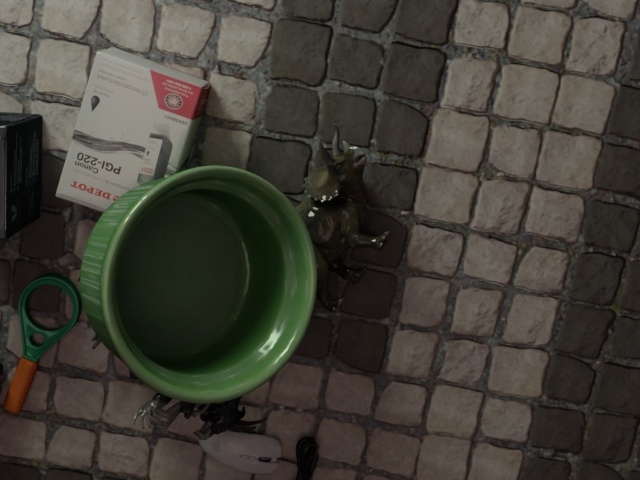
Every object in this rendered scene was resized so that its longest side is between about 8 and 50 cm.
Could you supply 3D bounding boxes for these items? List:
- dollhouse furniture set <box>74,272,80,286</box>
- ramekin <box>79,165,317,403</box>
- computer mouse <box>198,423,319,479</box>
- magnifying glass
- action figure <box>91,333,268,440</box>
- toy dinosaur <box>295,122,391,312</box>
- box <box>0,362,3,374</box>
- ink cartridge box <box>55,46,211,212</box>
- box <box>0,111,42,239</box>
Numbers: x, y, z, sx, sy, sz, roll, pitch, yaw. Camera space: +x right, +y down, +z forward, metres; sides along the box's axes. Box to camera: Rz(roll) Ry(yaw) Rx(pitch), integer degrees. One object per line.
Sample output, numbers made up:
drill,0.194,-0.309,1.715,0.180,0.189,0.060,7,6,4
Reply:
dollhouse furniture set,-0.306,0.046,1.400,0.091,0.081,0.114,39,101,-8
ramekin,-0.169,0.053,1.268,0.303,0.148,0.304,-3,95,-33
computer mouse,-0.100,0.337,1.487,0.192,0.042,0.106,17,104,-3
magnifying glass,-0.436,0.159,1.458,0.092,0.026,0.231,23,103,-5
action figure,-0.218,0.220,1.404,0.275,0.164,0.141,40,61,-3
toy dinosaur,0.000,0.000,1.386,0.160,0.121,0.314,37,107,5
box,-0.815,0.234,1.347,0.471,0.297,0.480,43,100,-7
ink cartridge box,-0.265,-0.143,1.350,0.158,0.092,0.218,19,105,-4
box,-0.456,-0.095,1.329,0.093,0.158,0.156,5,103,0
